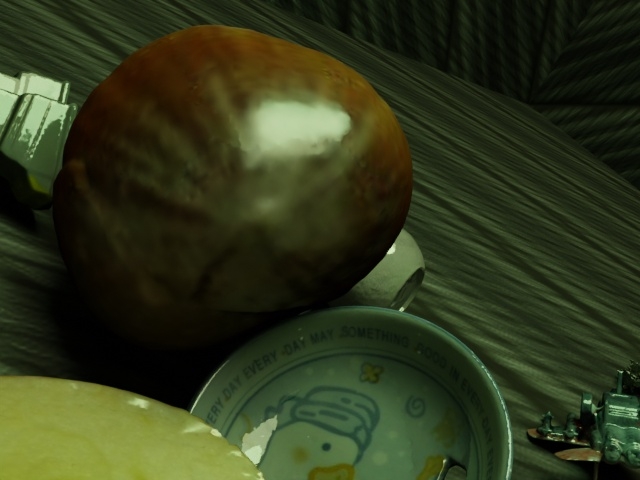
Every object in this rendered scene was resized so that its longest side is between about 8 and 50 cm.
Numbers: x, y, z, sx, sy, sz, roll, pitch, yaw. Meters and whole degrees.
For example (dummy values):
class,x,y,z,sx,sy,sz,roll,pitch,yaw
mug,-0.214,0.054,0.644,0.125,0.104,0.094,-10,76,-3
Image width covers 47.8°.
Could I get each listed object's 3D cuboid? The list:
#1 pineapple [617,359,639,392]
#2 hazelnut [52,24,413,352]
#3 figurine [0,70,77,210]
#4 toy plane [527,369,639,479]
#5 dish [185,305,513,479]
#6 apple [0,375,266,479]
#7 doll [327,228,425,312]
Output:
class,x,y,z,sx,sy,sz,roll,pitch,yaw
pineapple,0.557,0.228,1.192,0.160,0.074,0.074,5,33,-26
hazelnut,-0.091,-0.048,0.712,0.315,0.372,0.372,53,19,-18
figurine,-0.429,-0.153,0.786,0.285,0.167,0.343,18,2,-37
toy plane,0.396,0.239,0.960,0.223,0.104,0.326,5,14,20
dish,0.025,0.200,0.617,0.274,0.133,0.273,-8,43,8
apple,-0.154,0.213,0.379,0.252,0.163,0.293,17,13,-10
doll,0.000,0.000,0.982,0.287,0.150,0.151,32,24,23
